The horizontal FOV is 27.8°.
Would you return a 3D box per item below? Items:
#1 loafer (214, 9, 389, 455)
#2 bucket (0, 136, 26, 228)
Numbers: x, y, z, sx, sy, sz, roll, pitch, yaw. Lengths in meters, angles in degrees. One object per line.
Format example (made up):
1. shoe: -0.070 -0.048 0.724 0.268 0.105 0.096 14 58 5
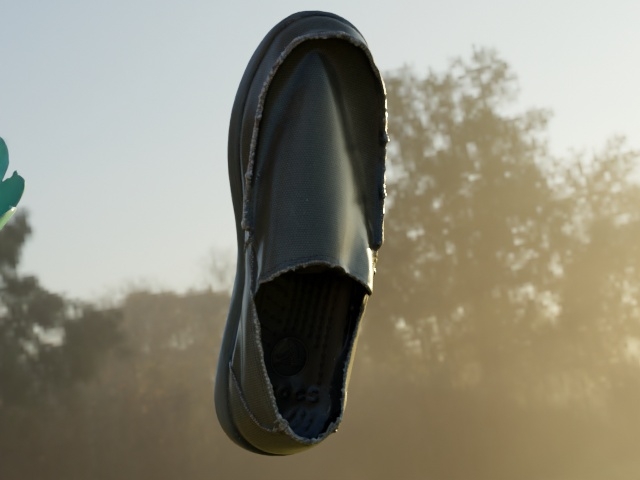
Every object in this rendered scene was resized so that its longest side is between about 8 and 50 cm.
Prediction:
1. loafer: 0.000 0.000 0.707 0.094 0.251 0.087 2 4 -22
2. bucket: -0.352 -0.025 0.835 0.183 0.281 0.281 -53 -23 15
